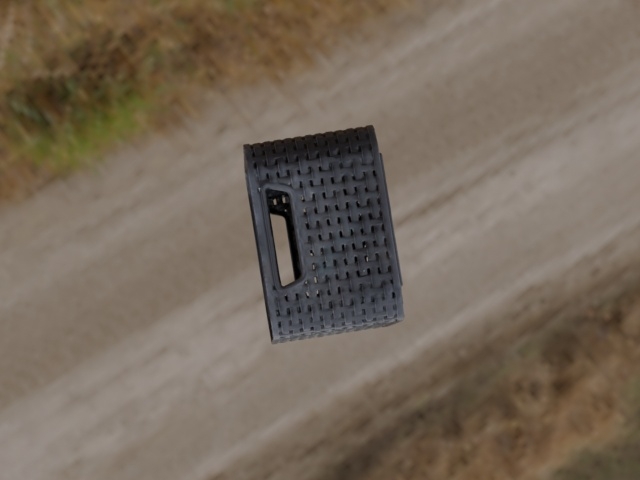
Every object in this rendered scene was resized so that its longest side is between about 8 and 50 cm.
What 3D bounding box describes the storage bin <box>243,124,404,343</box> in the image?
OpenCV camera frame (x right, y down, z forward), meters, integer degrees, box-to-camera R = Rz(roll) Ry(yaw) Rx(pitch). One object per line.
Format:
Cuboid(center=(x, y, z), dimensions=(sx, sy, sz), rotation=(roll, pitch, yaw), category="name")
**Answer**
Cuboid(center=(0.000, 0.000, 1.213), dimensions=(0.084, 0.122, 0.180), rotation=(-9, 176, -2), category="storage bin")
